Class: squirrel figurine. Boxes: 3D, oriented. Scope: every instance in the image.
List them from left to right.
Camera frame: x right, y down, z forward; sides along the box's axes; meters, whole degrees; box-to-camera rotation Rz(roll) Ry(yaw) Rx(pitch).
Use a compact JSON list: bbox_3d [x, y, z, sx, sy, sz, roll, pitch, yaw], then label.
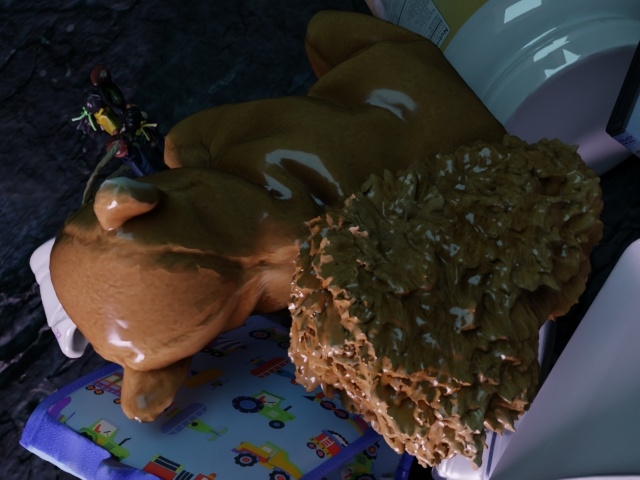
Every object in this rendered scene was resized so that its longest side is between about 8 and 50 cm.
[{"bbox_3d":[0.000,0.000,0.790,0.370,0.281,0.397,-18,31,-42],"label":"squirrel figurine"}]

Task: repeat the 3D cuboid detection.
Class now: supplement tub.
[{"bbox_3d":[0.185,-0.221,1.000,0.228,0.228,0.316,-27,57,4],"label":"supplement tub"}]

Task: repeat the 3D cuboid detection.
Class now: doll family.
[{"bbox_3d":[-0.223,-0.127,1.163,0.076,0.111,0.193,-44,58,-7],"label":"doll family"}]

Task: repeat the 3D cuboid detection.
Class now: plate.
[{"bbox_3d":[0.257,0.077,0.742,0.045,0.278,0.277,39,67,-4],"label":"plate"}]

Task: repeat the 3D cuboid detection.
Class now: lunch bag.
[{"bbox_3d":[-0.075,0.163,0.829,0.221,0.293,0.138,21,101,28],"label":"lunch bag"}]

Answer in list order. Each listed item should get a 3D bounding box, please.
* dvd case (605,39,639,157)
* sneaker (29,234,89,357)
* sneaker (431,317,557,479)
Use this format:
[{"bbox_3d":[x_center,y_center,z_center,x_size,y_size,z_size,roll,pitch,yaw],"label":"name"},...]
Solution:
[{"bbox_3d":[0.368,-0.102,0.873,0.022,0.253,0.180,-18,44,64],"label":"dvd case"},{"bbox_3d":[-0.153,0.034,1.068,0.305,0.114,0.152,-19,71,14],"label":"sneaker"},{"bbox_3d":[0.157,0.102,0.911,0.091,0.094,0.258,7,65,20],"label":"sneaker"}]
